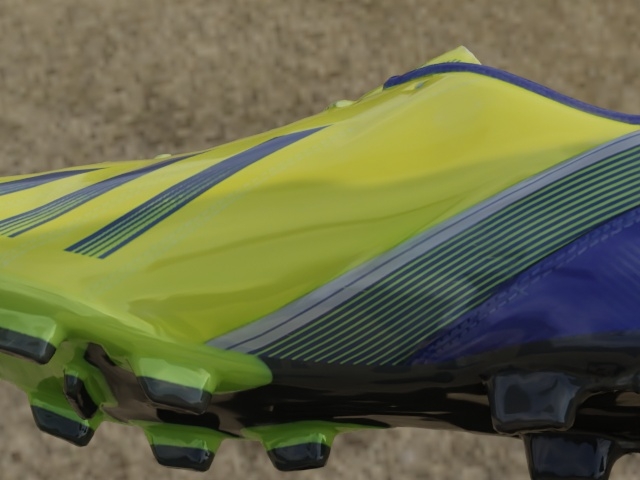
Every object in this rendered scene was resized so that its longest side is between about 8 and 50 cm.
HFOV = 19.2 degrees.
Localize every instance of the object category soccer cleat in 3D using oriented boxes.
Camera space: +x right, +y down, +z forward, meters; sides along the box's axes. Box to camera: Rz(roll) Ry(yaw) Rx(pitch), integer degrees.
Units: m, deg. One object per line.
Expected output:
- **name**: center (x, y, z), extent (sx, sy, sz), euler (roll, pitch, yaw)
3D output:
- **soccer cleat**: center (0.001, 0.001, 0.547), extent (0.289, 0.093, 0.121), euler (3, 65, 18)
